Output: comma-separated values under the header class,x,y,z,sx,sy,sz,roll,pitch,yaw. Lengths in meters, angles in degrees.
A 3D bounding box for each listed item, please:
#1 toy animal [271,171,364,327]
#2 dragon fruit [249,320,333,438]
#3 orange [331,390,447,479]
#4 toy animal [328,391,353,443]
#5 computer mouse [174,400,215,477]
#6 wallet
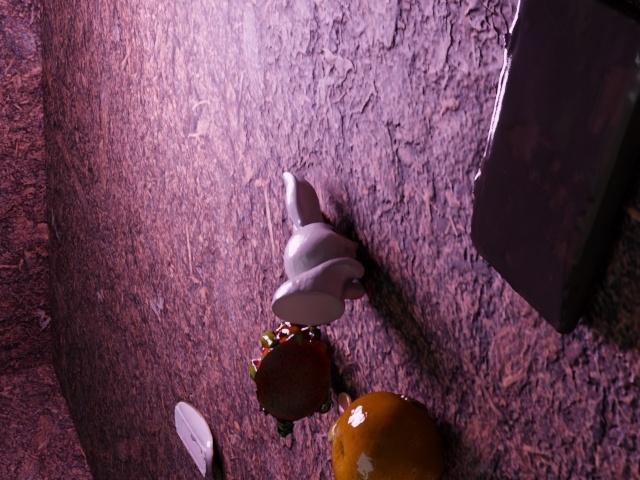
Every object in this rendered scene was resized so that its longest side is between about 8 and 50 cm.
class,x,y,z,sx,sy,sz,roll,pitch,yaw
toy animal,0.001,0.003,1.310,0.103,0.131,0.220,58,-154,-49
dragon fruit,-0.034,0.187,1.432,0.142,0.138,0.175,-43,20,20
orange,0.085,0.265,1.198,0.155,0.134,0.154,-169,90,-73
toy animal,0.049,0.282,1.345,0.159,0.070,0.083,-121,29,-44
computer mouse,-0.266,0.428,2.090,0.199,0.045,0.102,42,137,52
wallet,0.213,-0.076,0.860,0.165,0.042,0.309,49,144,42
